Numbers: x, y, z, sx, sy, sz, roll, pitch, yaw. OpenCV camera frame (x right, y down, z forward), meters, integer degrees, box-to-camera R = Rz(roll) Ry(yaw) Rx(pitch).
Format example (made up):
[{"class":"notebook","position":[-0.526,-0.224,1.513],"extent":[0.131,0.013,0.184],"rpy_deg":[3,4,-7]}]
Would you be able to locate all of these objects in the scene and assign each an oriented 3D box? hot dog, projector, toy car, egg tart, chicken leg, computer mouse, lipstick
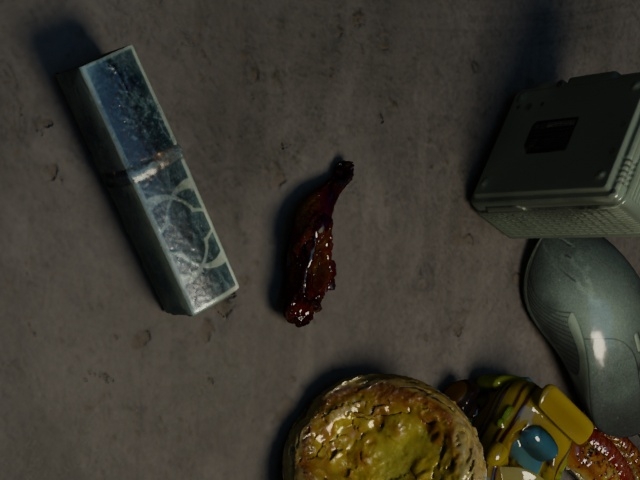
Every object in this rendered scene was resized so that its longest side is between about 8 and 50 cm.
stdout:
[{"class":"hot dog","position":[0.385,0.303,1.673],"extent":[0.192,0.053,0.099],"rpy_deg":[43,69,-22]},{"class":"projector","position":[0.318,-0.106,1.522],"extent":[0.099,0.256,0.192],"rpy_deg":[35,71,-28]},{"class":"toy car","position":[0.227,0.282,1.521],"extent":[0.200,0.142,0.248],"rpy_deg":[42,67,-24]},{"class":"egg tart","position":[0.073,0.264,1.424],"extent":[0.234,0.094,0.234],"rpy_deg":[-1,64,2]},{"class":"chicken leg","position":[-0.004,0.000,1.440],"extent":[0.093,0.053,0.205],"rpy_deg":[19,85,-54]},{"class":"computer mouse","position":[0.396,0.145,1.641],"extent":[0.167,0.090,0.379],"rpy_deg":[-30,96,-29]},{"class":"lipstick","position":[-0.179,-0.058,1.314],"extent":[0.077,0.076,0.290],"rpy_deg":[-32,107,-31]}]
